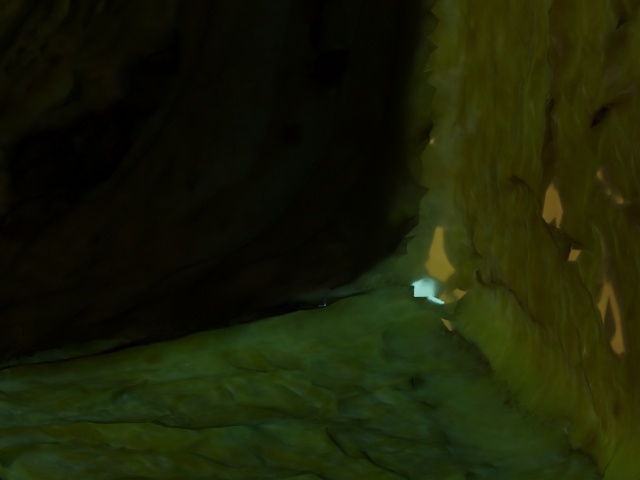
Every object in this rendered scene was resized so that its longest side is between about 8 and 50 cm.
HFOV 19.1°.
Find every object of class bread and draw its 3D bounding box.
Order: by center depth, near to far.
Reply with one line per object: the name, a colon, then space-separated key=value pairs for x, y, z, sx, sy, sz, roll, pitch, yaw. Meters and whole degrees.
bread: x=0.000 y=0.000 z=0.404 sx=0.143 sy=0.158 sz=0.149 roll=48 pitch=47 yaw=-46
